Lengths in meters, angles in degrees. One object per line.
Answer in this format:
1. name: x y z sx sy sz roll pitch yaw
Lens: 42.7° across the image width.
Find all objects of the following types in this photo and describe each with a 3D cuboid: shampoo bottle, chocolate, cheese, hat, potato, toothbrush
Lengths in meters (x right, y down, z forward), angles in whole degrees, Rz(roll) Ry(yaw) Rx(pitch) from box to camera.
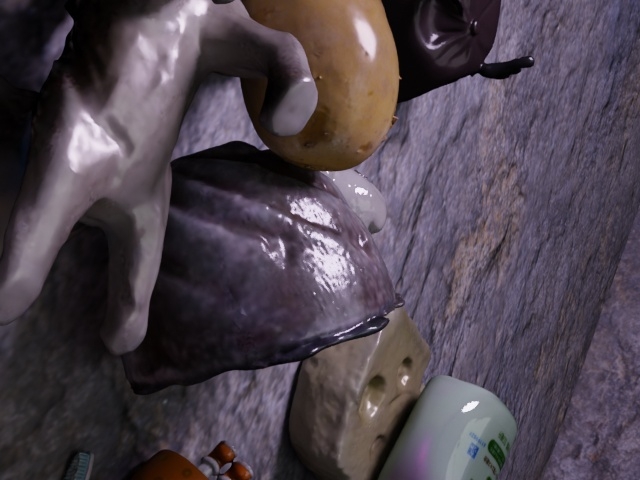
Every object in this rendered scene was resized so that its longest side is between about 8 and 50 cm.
1. shampoo bottle: 0.164 0.392 1.241 0.350 0.151 0.222 -57 143 -22
2. chocolate: -0.081 0.007 0.841 0.303 0.303 0.213 -23 97 -52
3. cheese: 0.077 0.242 1.296 0.318 0.115 0.327 -12 111 -55
4. hat: 0.209 -0.356 1.215 0.336 0.208 0.238 -62 142 -26
5. potato: 0.000 -0.181 0.776 0.150 0.146 0.234 16 68 -79
6. toothbrush: -0.294 0.346 0.840 0.027 0.021 0.269 34 71 -43

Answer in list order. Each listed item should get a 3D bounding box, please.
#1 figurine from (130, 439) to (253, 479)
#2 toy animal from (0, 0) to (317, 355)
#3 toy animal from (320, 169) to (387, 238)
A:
1. figurine: -0.190 0.335 0.915 0.271 0.143 0.143 -40 136 -17
2. toy animal: -0.189 -0.116 0.681 0.344 0.302 0.194 -51 141 3
3. toy animal: -0.001 -0.008 1.078 0.193 0.127 0.179 -53 138 -32
